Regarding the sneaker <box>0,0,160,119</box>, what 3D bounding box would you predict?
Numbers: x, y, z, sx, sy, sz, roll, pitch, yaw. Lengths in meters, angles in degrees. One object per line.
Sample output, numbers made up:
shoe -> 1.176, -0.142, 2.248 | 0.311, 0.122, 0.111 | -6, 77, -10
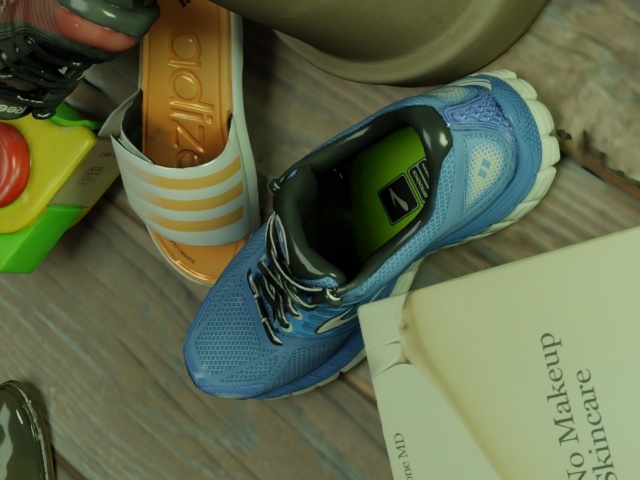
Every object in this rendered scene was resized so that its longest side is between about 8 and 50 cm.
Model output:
sneaker -> -0.195, -0.143, 1.159 | 0.276, 0.097, 0.135 | 22, 89, 61

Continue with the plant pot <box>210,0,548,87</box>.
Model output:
plant pot -> -0.003, -0.232, 1.034 | 0.263, 0.229, 0.263 | 2, 93, 40

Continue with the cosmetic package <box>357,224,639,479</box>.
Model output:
cosmetic package -> 0.185, 0.075, 0.972 | 0.309, 0.113, 0.160 | -19, 81, 38

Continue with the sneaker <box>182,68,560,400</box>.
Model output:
sneaker -> 0.000, 0.000, 1.098 | 0.330, 0.147, 0.130 | -45, 65, 33

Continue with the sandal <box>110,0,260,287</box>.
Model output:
sandal -> -0.107, -0.080, 1.183 | 0.102, 0.076, 0.265 | 8, 117, 23

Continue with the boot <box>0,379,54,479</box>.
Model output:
boot -> -0.288, 0.230, 1.378 | 0.082, 0.106, 0.219 | 8, 98, 39

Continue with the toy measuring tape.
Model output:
toy measuring tape -> -0.196, -0.103, 1.287 | 0.330, 0.121, 0.121 | -48, 63, 21
